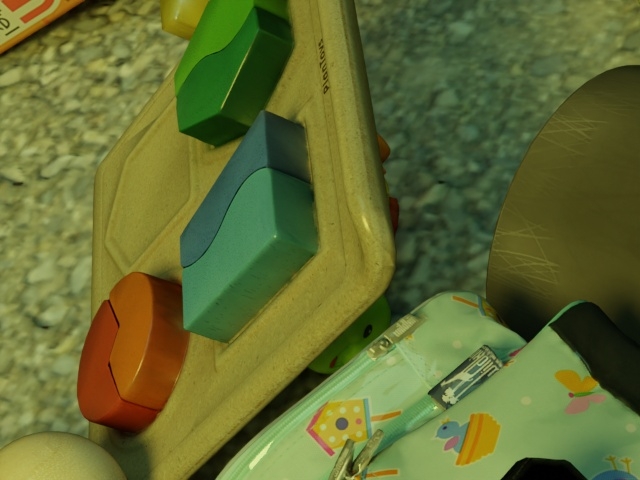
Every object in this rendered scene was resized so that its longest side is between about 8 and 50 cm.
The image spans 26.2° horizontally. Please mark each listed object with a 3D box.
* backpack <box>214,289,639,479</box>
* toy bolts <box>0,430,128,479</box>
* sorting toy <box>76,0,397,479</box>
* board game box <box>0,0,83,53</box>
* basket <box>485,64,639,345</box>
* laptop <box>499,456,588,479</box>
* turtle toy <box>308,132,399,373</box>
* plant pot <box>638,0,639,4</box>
[{"bbox_3d":[0.039,0.122,0.425,0.188,0.166,0.144,-40,50,-18],"label":"backpack"},{"bbox_3d":[-0.145,0.153,0.425,0.158,0.218,0.228,-36,53,16],"label":"toy bolts"},{"bbox_3d":[-0.055,-0.048,0.580,0.041,0.229,0.307,17,43,-26],"label":"sorting toy"},{"bbox_3d":[-0.158,-0.398,0.733,0.356,0.356,0.356,-27,45,20],"label":"board game box"},{"bbox_3d":[0.182,0.029,0.458,0.227,0.204,0.154,26,24,39],"label":"basket"},{"bbox_3d":[0.085,0.228,0.301,0.234,0.136,0.264,-48,58,-7],"label":"laptop"},{"bbox_3d":[0.000,0.000,0.599,0.066,0.095,0.130,9,52,-4],"label":"turtle toy"},{"bbox_3d":[0.238,-0.174,0.579,0.227,0.228,0.207,-21,42,1],"label":"plant pot"}]
